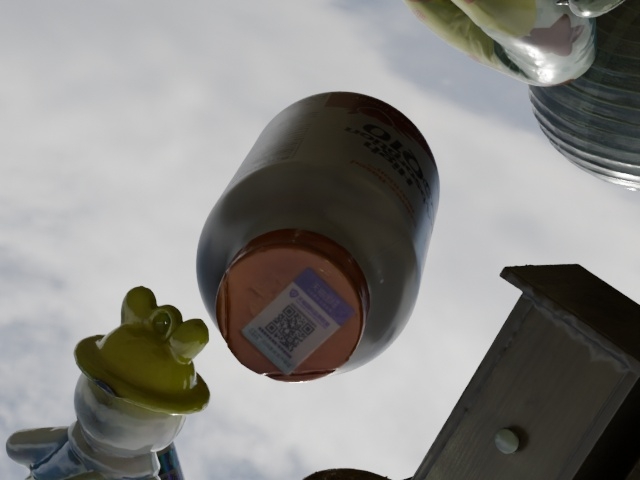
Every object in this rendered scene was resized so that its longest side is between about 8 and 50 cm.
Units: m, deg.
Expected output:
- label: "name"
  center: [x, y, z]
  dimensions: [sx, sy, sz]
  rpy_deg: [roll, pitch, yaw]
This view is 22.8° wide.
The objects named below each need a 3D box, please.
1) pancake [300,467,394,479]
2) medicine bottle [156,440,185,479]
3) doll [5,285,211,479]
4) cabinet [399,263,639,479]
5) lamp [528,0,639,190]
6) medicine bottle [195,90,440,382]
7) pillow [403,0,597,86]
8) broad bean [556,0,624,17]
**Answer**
- label: "pancake"
  center: [0.033, 0.292, 1.680]
  dimensions: [0.158, 0.028, 0.158]
  rpy_deg: [-1, -146, 1]
- label: "medicine bottle"
  center: [-0.173, 0.289, 1.562]
  dimensions: [0.107, 0.192, 0.107]
  rpy_deg: [-16, -177, 1]
- label: "doll"
  center: [-0.135, 0.145, 1.042]
  dimensions: [0.098, 0.241, 0.135]
  rpy_deg: [7, -154, -33]
- label: "cabinet"
  center: [0.175, 0.143, 0.972]
  dimensions: [0.215, 0.175, 0.148]
  rpy_deg: [37, -164, 24]
- label: "lamp"
  center: [0.354, -0.170, 1.676]
  dimensions: [0.265, 0.233, 0.233]
  rpy_deg: [27, -156, 29]
- label: "medicine bottle"
  center: [0.000, 0.000, 1.144]
  dimensions: [0.157, 0.157, 0.289]
  rpy_deg: [18, -159, 1]
- label: "pillow"
  center: [0.161, -0.222, 1.492]
  dimensions: [0.214, 0.086, 0.233]
  rpy_deg: [27, 174, 12]
- label: "broad bean"
  center: [0.229, -0.235, 1.069]
  dimensions: [0.052, 0.256, 0.053]
  rpy_deg: [36, -132, 4]
